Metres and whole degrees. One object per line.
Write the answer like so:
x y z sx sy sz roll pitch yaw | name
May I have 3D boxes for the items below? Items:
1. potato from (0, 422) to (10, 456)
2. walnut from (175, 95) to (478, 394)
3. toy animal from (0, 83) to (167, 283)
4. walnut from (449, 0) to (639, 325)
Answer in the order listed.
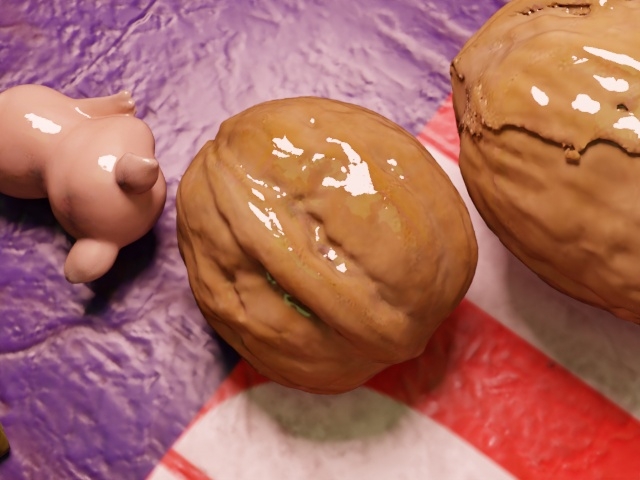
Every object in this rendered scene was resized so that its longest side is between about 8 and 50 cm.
-0.261 0.090 0.585 0.149 0.081 0.120 -30 72 -10 | potato
0.000 0.000 0.590 0.166 0.149 0.167 2 104 9 | walnut
-0.150 -0.042 0.632 0.150 0.083 0.089 26 51 26 | toy animal
0.183 -0.048 0.582 0.245 0.198 0.198 26 73 5 | walnut
